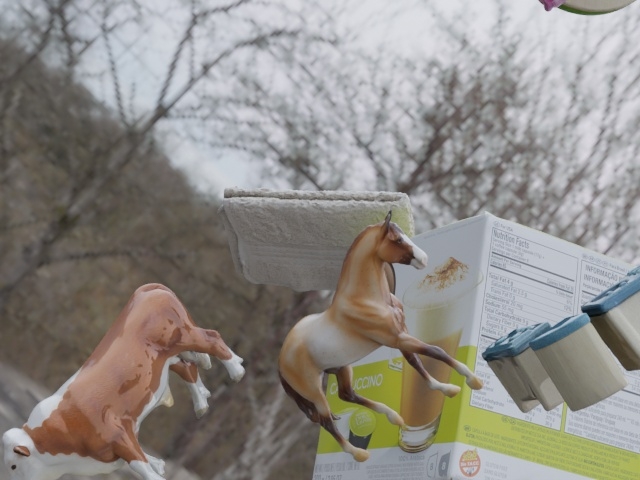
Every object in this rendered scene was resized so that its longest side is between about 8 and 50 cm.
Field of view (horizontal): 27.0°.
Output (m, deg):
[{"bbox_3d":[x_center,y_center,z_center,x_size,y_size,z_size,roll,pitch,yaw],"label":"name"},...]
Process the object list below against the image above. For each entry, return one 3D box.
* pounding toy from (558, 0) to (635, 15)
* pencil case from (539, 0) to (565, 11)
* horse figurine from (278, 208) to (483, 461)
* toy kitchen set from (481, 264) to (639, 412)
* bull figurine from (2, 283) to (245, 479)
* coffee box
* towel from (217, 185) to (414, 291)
[{"bbox_3d":[0.319,-0.359,1.588,0.183,0.237,0.110,44,-14,0],"label":"pounding toy"},{"bbox_3d":[0.286,-0.316,1.164,0.124,0.284,0.124,55,17,-26],"label":"pencil case"},{"bbox_3d":[0.035,0.107,1.257,0.174,0.066,0.263,46,-47,-5],"label":"horse figurine"},{"bbox_3d":[0.242,0.038,1.113,0.122,0.207,0.166,59,-14,1],"label":"toy kitchen set"},{"bbox_3d":[-0.237,0.200,1.604,0.188,0.310,0.101,40,-22,-12],"label":"bull figurine"},{"bbox_3d":[0.232,0.189,1.754,0.338,0.334,0.337,18,-18,-26],"label":"coffee box"},{"bbox_3d":[0.000,0.000,1.925,0.282,0.049,0.187,1,-41,13],"label":"towel"}]
